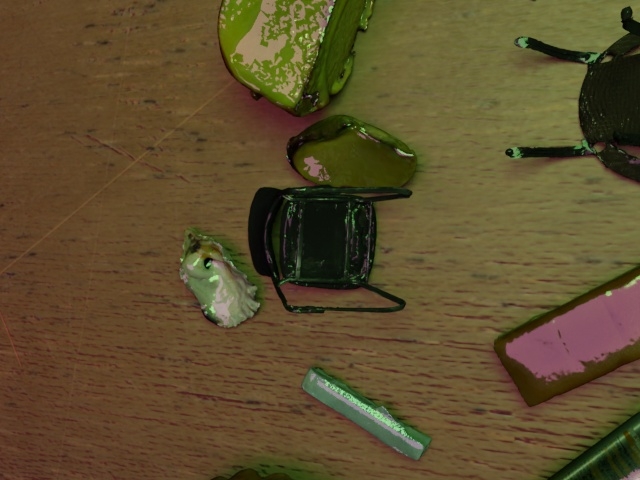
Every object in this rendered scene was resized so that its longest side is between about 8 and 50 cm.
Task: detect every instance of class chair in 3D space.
[{"bbox_3d":[0.325,-0.146,0.638,0.213,0.149,0.174,2,92,-19],"label":"chair"},{"bbox_3d":[0.000,0.000,0.780,0.145,0.221,0.140,2,95,-20],"label":"chair"}]

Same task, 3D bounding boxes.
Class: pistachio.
[{"bbox_3d":[0.041,-0.113,0.780,0.173,0.049,0.089,9,120,21],"label":"pistachio"}]

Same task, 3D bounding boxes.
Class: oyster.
[{"bbox_3d":[-0.146,0.059,0.873,0.146,0.045,0.121,18,97,14],"label":"oyster"}]

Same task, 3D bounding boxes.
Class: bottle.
[{"bbox_3d":[0.314,0.257,0.669,0.082,0.082,0.286,48,110,13],"label":"bottle"}]

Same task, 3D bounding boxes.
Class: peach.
[{"bbox_3d":[-0.020,-0.288,0.733,0.154,0.159,0.267,22,104,10],"label":"peach"}]

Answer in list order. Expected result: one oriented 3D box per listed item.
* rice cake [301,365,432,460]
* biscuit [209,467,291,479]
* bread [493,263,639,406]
[{"bbox_3d":[0.057,0.217,0.804,0.180,0.030,0.042,29,100,18],"label":"rice cake"},{"bbox_3d":[-0.066,0.461,0.834,0.326,0.107,0.325,1,92,24],"label":"biscuit"},{"bbox_3d":[0.307,0.093,0.680,0.226,0.049,0.088,-31,81,21],"label":"bread"}]
